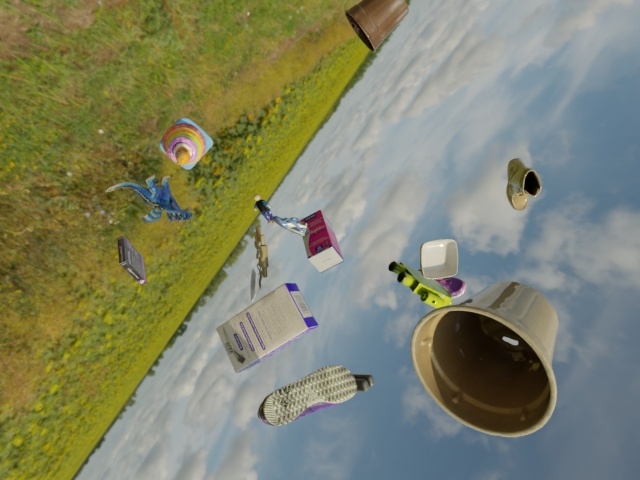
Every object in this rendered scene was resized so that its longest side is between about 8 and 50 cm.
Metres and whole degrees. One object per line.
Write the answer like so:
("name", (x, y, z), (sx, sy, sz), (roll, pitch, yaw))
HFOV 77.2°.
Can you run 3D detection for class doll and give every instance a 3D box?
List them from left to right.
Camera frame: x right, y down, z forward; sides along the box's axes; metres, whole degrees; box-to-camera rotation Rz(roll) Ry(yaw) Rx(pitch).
("doll", (-0.314, -0.174, 2.199), (0.129, 0.189, 0.046), (-1, -138, 37))

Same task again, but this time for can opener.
("can opener", (0.081, 0.543, 1.496), (0.281, 0.093, 0.074), (-22, 179, 41))

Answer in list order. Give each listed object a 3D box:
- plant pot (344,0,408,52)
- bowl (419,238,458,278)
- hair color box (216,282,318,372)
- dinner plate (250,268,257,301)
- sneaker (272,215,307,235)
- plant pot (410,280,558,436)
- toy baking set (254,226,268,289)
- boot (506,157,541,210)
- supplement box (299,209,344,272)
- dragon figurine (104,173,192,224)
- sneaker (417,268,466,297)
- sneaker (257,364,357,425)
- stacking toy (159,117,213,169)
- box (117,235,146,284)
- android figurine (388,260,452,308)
("plant pot", (0.197, -0.764, 1.358), (0.165, 0.167, 0.167), (-38, -166, 14))
("bowl", (0.427, 0.065, 1.472), (0.053, 0.142, 0.142), (-148, -127, -77))
("hair color box", (-0.198, 0.319, 1.471), (0.339, 0.185, 0.110), (-34, 163, 14))
("dinner plate", (-0.276, 0.187, 1.673), (0.141, 0.017, 0.141), (-178, -90, -86))
("sneaker", (-0.117, -0.068, 1.561), (0.059, 0.144, 0.053), (-66, -159, -2))
("plant pot", (0.454, 0.260, 1.035), (0.306, 0.333, 0.334), (-25, 164, -45))
("toy baking set", (-0.232, 0.073, 1.582), (0.197, 0.030, 0.255), (180, -95, -75))
("boot", (0.763, -0.187, 1.504), (0.077, 0.213, 0.165), (-12, -155, 9))
("supplement box", (0.000, 0.000, 1.618), (0.111, 0.114, 0.220), (-28, -135, 11))
("dragon figurine", (-0.448, -0.102, 1.102), (0.085, 0.143, 0.289), (-18, -175, 8))
("sneaker", (0.506, 0.176, 1.727), (0.237, 0.104, 0.095), (11, -117, 48))
("sneaker", (-0.044, 0.429, 1.104), (0.146, 0.294, 0.102), (-49, -125, 49))
("stacking toy", (-0.515, -0.340, 1.511), (0.175, 0.166, 0.301), (-45, -152, 8))
("box", (-0.678, 0.073, 1.445), (0.162, 0.029, 0.116), (85, -15, -56))
("android figurine", (0.382, 0.168, 1.503), (0.056, 0.273, 0.248), (-56, -153, 13))
